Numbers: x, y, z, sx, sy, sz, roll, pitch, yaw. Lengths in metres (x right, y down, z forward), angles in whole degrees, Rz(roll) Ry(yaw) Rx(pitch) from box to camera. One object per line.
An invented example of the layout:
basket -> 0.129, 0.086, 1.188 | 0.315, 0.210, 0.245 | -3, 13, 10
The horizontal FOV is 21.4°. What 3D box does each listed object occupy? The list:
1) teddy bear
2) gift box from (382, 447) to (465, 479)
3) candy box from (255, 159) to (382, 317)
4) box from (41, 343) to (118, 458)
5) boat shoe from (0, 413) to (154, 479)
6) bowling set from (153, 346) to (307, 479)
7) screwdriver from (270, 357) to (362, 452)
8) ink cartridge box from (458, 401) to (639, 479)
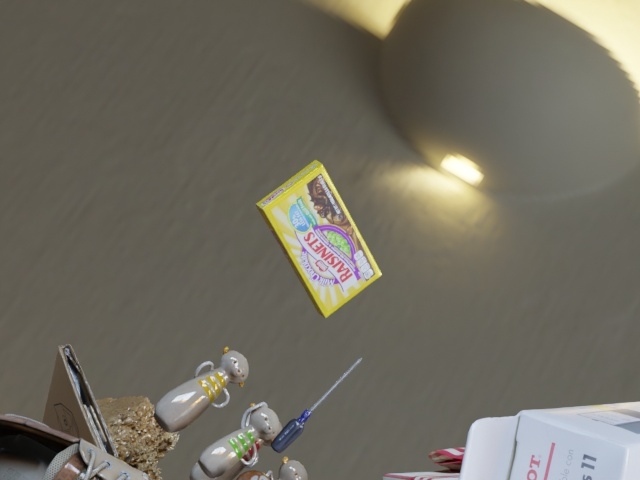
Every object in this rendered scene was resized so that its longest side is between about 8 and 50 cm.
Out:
teddy bear -> -0.338, 0.341, 2.477 | 0.245, 0.338, 0.113 | -9, -74, 6
gift box -> 0.248, 0.423, 2.382 | 0.276, 0.258, 0.255 | 0, -4, -30
candy box -> 0.000, 0.000, 2.309 | 0.027, 0.105, 0.206 | 39, -18, 56
box -> -0.293, 0.246, 2.034 | 0.164, 0.021, 0.201 | 62, -29, 29
boat shoe -> -0.231, 0.257, 1.646 | 0.324, 0.123, 0.116 | 16, -33, 29
bowling set -> -0.082, 0.309, 2.327 | 0.200, 0.154, 0.287 | 20, -40, 55
screwdriver -> -0.005, 0.217, 2.264 | 0.024, 0.170, 0.025 | 44, -5, -35
ink cartridge box -> 0.258, 0.261, 1.536 | 0.119, 0.207, 0.353 | 16, 8, 38
